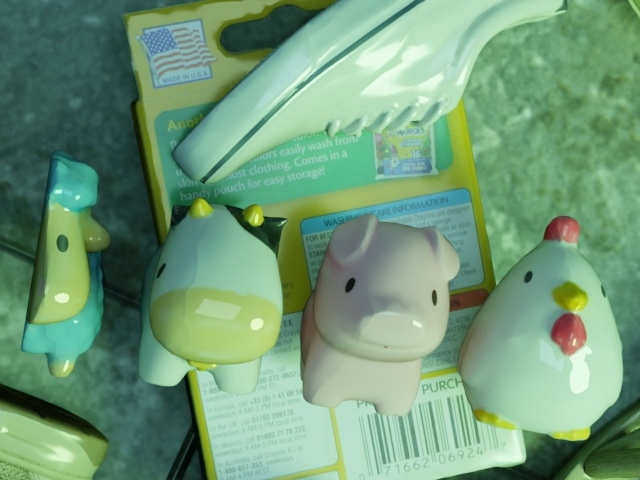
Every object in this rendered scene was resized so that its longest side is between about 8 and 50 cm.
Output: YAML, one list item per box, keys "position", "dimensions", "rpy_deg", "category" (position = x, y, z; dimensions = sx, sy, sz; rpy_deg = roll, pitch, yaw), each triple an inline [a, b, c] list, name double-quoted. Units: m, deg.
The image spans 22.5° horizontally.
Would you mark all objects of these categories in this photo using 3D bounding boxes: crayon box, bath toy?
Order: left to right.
- position: [0.000, 0.000, 1.028]
  dimensions: [0.203, 0.083, 0.323]
  rpy_deg: [-11, 96, -8]
  category: "crayon box"
- position: [0.013, 0.032, 0.914]
  dimensions: [0.348, 0.151, 0.129]
  rpy_deg: [8, 98, -12]
  category: "bath toy"

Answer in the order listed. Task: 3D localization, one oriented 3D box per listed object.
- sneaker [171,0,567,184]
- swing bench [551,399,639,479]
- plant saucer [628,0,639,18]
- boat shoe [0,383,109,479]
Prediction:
- position: [0.036, -0.100, 0.937]
  dimensions: [0.258, 0.094, 0.091]
  rpy_deg: [-36, 94, -6]
  category: "sneaker"
- position: [0.315, 0.212, 1.035]
  dimensions: [0.253, 0.255, 0.165]
  rpy_deg: [55, 42, -10]
  category: "swing bench"
- position: [0.299, -0.224, 1.085]
  dimensions: [0.241, 0.037, 0.241]
  rpy_deg: [-1, 94, -9]
  category: "plant saucer"
- position: [-0.302, 0.105, 0.966]
  dimensions: [0.341, 0.121, 0.110]
  rpy_deg: [24, 89, -11]
  category: "boat shoe"
